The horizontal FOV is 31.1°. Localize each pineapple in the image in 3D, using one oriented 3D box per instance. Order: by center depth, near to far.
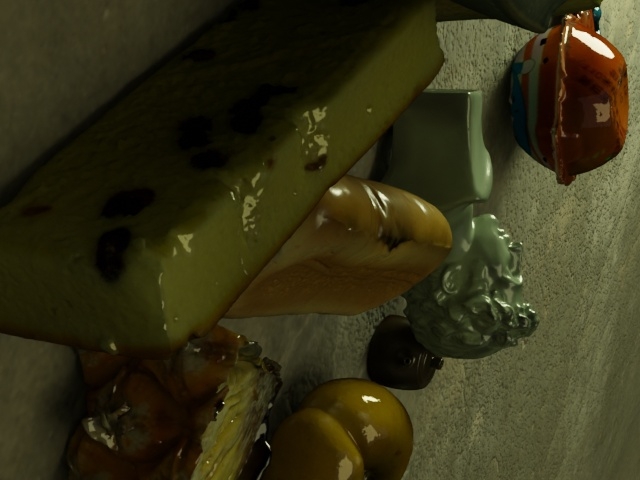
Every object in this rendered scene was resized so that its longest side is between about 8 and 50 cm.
[{"bbox_3d":[-0.097,0.129,0.803,0.186,0.114,0.236,-44,149,-49],"label":"pineapple"}]

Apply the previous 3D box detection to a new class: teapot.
[{"bbox_3d":[0.099,0.122,1.209,0.121,0.068,0.076,12,92,-64],"label":"teapot"}]

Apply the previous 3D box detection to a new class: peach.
[{"bbox_3d":[0.016,0.207,1.050,0.179,0.103,0.179,-31,127,-54],"label":"peach"}]

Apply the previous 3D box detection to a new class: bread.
[{"bbox_3d":[-0.057,-0.063,0.726,0.361,0.138,0.077,-50,142,-43],"label":"bread"},{"bbox_3d":[0.000,0.000,0.903,0.305,0.142,0.091,8,54,-65],"label":"bread"}]

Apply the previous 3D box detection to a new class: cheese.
[{"bbox_3d":[0.317,-0.201,1.427,0.217,0.129,0.329,72,28,-42],"label":"cheese"}]

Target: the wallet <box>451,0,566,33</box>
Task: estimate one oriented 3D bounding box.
[{"bbox_3d":[0.021,-0.240,0.688,0.083,0.252,0.360,-53,152,4],"label":"wallet"}]

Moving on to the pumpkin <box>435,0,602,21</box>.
[{"bbox_3d":[0.185,-0.341,1.016,0.332,0.199,0.332,-42,141,-47],"label":"pumpkin"}]

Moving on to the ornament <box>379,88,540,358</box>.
[{"bbox_3d":[0.121,-0.014,1.120,0.120,0.130,0.285,-49,125,-60],"label":"ornament"}]
